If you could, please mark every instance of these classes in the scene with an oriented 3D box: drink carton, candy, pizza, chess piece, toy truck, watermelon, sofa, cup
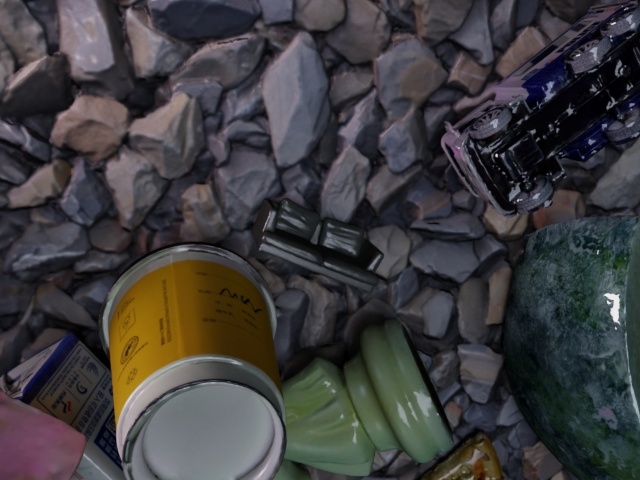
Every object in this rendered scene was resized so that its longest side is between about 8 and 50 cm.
[{"bbox_3d":[-0.232,0.266,0.681,0.130,0.107,0.315,-28,110,23],"label":"drink carton"},{"bbox_3d":[-0.339,0.260,0.544,0.115,0.156,0.265,39,118,-15],"label":"candy"},{"bbox_3d":[0.181,0.354,0.859,0.175,0.036,0.185,4,102,-14],"label":"pizza"},{"bbox_3d":[-0.003,0.224,0.739,0.298,0.176,0.176,-24,108,7],"label":"chess piece"},{"bbox_3d":[0.266,-0.152,0.701,0.267,0.155,0.124,-37,108,0],"label":"toy truck"},{"bbox_3d":[0.392,0.149,0.780,0.258,0.228,0.388,-12,97,-20],"label":"watermelon"},{"bbox_3d":[0.000,0.000,0.706,0.147,0.085,0.060,22,100,-17],"label":"sofa"},{"bbox_3d":[-0.123,0.124,0.608,0.196,0.280,0.197,-5,110,-14],"label":"cup"}]
